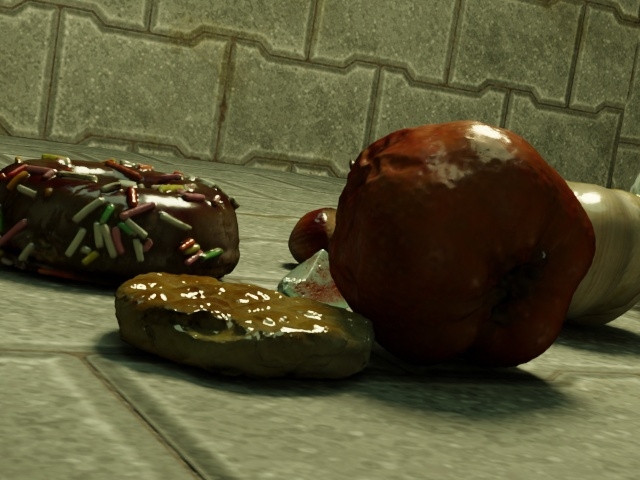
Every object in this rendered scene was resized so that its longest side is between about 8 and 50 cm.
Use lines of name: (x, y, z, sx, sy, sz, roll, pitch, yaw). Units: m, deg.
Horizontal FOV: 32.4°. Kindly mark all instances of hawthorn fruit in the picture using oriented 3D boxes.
hawthorn fruit: (0.088, -0.009, 0.906, 0.207, 0.207, 0.243, 4, 23, -36)

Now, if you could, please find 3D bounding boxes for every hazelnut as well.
hazelnut: (0.000, 0.000, 1.307, 0.086, 0.086, 0.086, 9, 6, -1)

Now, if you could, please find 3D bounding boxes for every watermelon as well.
watermelon: (-0.010, 0.036, 1.000, 0.085, 0.061, 0.085, 13, -2, 1)

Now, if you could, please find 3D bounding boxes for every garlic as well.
garlic: (0.251, 0.013, 1.169, 0.228, 0.152, 0.228, 5, -1, 0)

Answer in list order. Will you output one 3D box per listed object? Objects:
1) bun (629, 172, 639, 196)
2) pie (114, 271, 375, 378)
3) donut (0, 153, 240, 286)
bun: (0.560, 0.006, 1.391, 0.362, 0.211, 0.362, 6, 5, -1)
pie: (-0.059, 0.061, 0.798, 0.195, 0.046, 0.195, 9, 5, -1)
donut: (-0.203, -0.021, 1.080, 0.270, 0.103, 0.269, 10, 7, -1)
